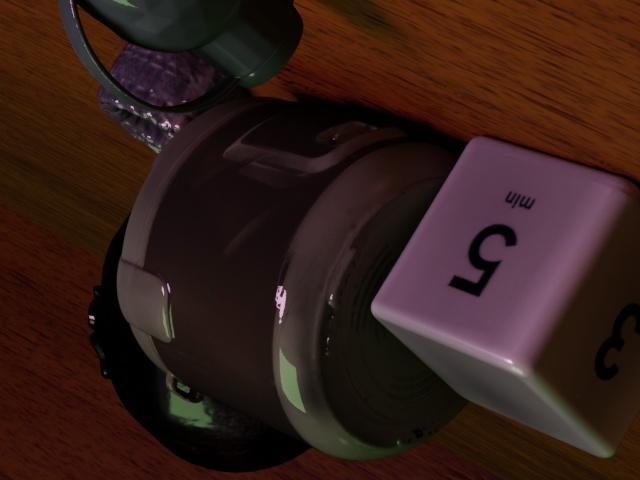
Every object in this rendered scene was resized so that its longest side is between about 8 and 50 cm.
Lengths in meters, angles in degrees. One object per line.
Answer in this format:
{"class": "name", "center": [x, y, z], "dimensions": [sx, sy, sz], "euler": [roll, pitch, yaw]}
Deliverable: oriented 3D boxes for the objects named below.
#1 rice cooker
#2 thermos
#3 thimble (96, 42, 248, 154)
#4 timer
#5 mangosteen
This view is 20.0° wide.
{"class": "rice cooker", "center": [-0.008, 0.024, 1.782], "dimensions": [0.325, 0.335, 0.335], "euler": [21, 164, 44]}
{"class": "thermos", "center": [-0.142, -0.217, 1.419], "dimensions": [0.286, 0.182, 0.145], "euler": [40, 166, -28]}
{"class": "thimble", "center": [-0.159, -0.151, 1.950], "dimensions": [0.150, 0.098, 0.150], "euler": [31, 170, 6]}
{"class": "timer", "center": [0.197, 0.049, 1.613], "dimensions": [0.194, 0.195, 0.192], "euler": [22, 165, 43]}
{"class": "mangosteen", "center": [-0.051, 0.084, 2.132], "dimensions": [0.435, 0.382, 0.382], "euler": [-6, 164, 3]}
